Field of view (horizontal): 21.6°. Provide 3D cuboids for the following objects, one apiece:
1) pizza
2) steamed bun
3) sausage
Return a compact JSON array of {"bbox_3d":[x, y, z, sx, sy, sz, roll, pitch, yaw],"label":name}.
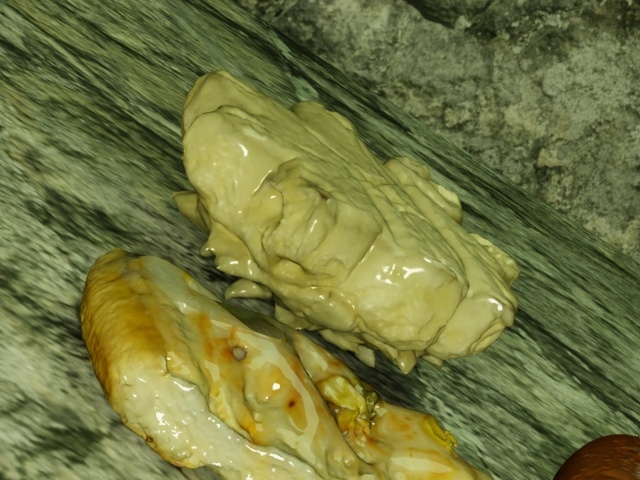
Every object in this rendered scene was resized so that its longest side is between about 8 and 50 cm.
[{"bbox_3d":[-0.003,0.106,0.939,0.297,0.071,0.189,34,11,-14],"label":"pizza"},{"bbox_3d":[0.000,0.000,1.232,0.292,0.137,0.295,37,17,0],"label":"steamed bun"},{"bbox_3d":[0.194,0.189,1.122,0.102,0.102,0.330,38,11,10],"label":"sausage"}]
